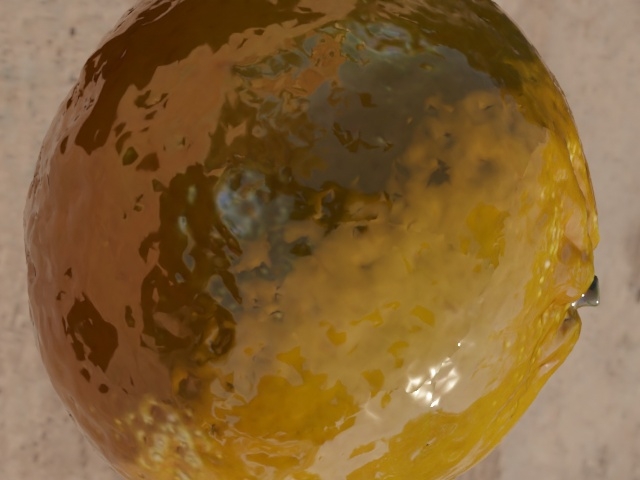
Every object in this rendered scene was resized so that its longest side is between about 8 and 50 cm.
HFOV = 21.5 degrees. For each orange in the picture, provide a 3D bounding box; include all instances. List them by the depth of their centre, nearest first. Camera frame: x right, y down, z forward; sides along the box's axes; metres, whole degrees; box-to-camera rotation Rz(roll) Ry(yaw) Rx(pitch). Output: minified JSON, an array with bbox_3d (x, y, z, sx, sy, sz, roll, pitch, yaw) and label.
[{"bbox_3d":[-0.002,0.000,0.606,0.219,0.193,0.219,-29,127,-48],"label":"orange"}]
